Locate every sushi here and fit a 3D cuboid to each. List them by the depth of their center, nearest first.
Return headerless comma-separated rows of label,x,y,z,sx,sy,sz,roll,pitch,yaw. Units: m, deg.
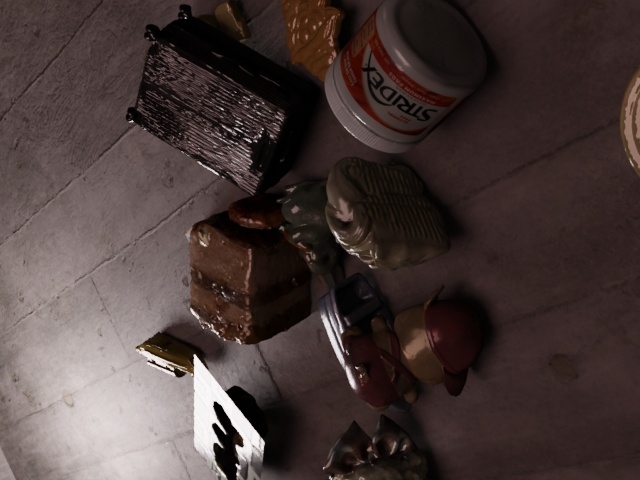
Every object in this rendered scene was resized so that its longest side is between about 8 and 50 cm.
sushi,-0.183,0.464,2.259,0.296,0.100,0.373,45,144,34

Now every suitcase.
suitcase,-0.189,-0.267,1.839,0.335,0.152,0.229,31,131,9

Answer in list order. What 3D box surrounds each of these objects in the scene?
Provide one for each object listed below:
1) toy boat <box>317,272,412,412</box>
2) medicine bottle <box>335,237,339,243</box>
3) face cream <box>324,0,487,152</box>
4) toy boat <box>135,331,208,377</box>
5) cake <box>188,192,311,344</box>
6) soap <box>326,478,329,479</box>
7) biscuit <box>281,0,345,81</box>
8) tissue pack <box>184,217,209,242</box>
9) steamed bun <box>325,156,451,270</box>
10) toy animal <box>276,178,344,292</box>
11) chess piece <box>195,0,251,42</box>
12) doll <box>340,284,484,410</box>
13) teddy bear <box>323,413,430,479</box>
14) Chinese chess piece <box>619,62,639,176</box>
toy boat,0.095,0.205,1.830,0.078,0.127,0.283,-22,94,48
medicine bottle,0.067,-0.048,1.797,0.074,0.055,0.118,16,119,41
face cream,0.136,-0.270,1.521,0.201,0.201,0.187,57,137,10
toy boat,-0.369,0.295,2.381,0.226,0.068,0.088,16,124,36
cake,-0.142,0.041,1.947,0.196,0.199,0.293,24,122,39
soap,0.033,0.621,2.088,0.289,0.112,0.182,-39,79,47
biscuit,-0.021,-0.389,1.714,0.162,0.035,0.250,-47,59,42
tissue pack,-0.253,0.005,2.136,0.074,0.059,0.094,-34,82,49
steamed bun,0.103,-0.032,1.669,0.144,0.218,0.211,-58,40,43
toy animal,-0.004,-0.002,1.852,0.138,0.108,0.236,-20,99,17
chess piece,-0.225,-0.414,1.916,0.200,0.090,0.090,-12,99,40
doll,0.171,0.201,1.705,0.256,0.152,0.196,-25,125,10
teddy bear,0.153,0.589,1.818,0.375,0.327,0.362,-109,6,-49
Chinese chess piece,0.525,-0.160,1.260,0.250,0.103,0.249,18,119,36
